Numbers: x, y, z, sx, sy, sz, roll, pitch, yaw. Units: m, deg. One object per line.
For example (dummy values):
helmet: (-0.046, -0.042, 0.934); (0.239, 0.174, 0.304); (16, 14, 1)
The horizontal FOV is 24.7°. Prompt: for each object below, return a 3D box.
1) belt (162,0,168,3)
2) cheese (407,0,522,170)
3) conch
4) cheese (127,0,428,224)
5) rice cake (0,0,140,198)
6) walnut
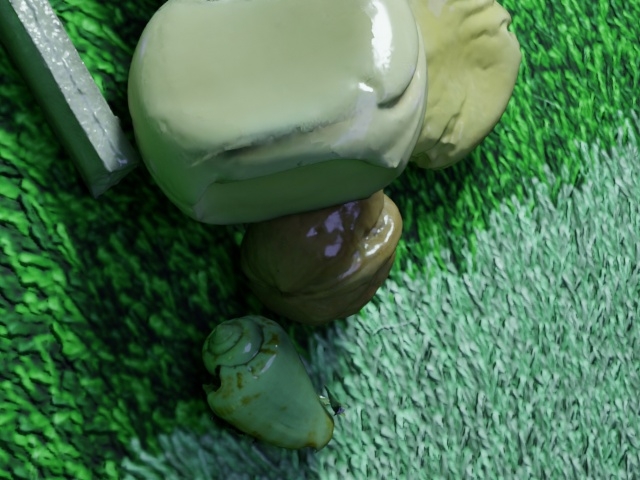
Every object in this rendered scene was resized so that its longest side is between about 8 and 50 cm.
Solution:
belt: (-0.105, -0.339, 1.372); (0.206, 0.116, 0.268); (-26, 98, -42)
cheese: (0.105, -0.185, 1.503); (0.214, 0.117, 0.226); (33, 65, -31)
conch: (-0.047, 0.141, 1.324); (0.170, 0.079, 0.106); (48, 69, -26)
cheese: (-0.038, -0.134, 1.276); (0.127, 0.266, 0.233); (68, 13, -58)
rice cake: (-0.237, -0.157, 1.261); (0.256, 0.057, 0.052); (61, 34, -9)
walnut: (0.000, 0.000, 1.353); (0.166, 0.149, 0.167); (-23, 116, -59)
